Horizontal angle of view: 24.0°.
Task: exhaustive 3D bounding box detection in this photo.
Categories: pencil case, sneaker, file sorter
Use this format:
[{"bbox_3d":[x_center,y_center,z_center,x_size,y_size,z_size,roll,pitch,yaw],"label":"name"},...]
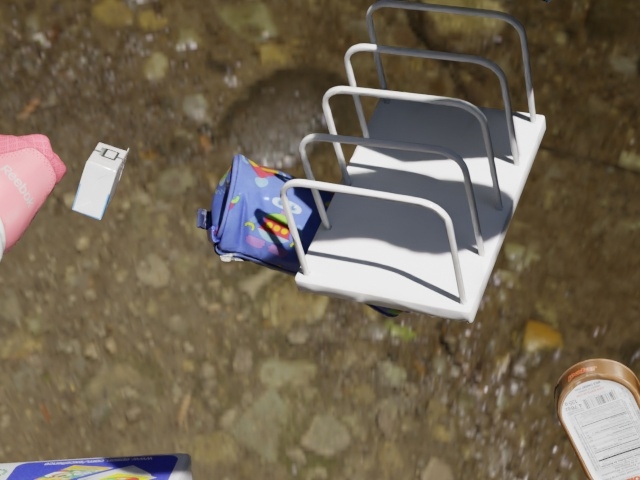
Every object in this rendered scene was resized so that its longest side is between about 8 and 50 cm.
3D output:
[{"bbox_3d":[0.000,0.000,1.903,0.306,0.119,0.133,20,85,-12],"label":"pencil case"},{"bbox_3d":[-0.301,-0.023,1.219,0.136,0.313,0.116,-43,112,-30],"label":"sneaker"},{"bbox_3d":[0.096,-0.089,1.553,0.192,0.173,0.278,10,54,22],"label":"file sorter"}]

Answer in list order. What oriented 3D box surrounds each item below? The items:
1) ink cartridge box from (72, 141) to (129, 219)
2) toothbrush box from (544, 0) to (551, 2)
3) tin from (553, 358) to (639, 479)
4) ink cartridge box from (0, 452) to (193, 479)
[{"bbox_3d":[-0.194,-0.056,1.339,0.028,0.083,0.048,19,107,-5],"label":"ink cartridge box"},{"bbox_3d":[0.238,-0.356,1.274,0.126,0.295,0.216,13,76,-27],"label":"toothbrush box"},{"bbox_3d":[0.351,0.228,1.824,0.106,0.190,0.040,-20,25,20],"label":"tin"},{"bbox_3d":[-0.271,0.256,1.171,0.303,0.307,0.072,-3,106,7],"label":"ink cartridge box"}]
